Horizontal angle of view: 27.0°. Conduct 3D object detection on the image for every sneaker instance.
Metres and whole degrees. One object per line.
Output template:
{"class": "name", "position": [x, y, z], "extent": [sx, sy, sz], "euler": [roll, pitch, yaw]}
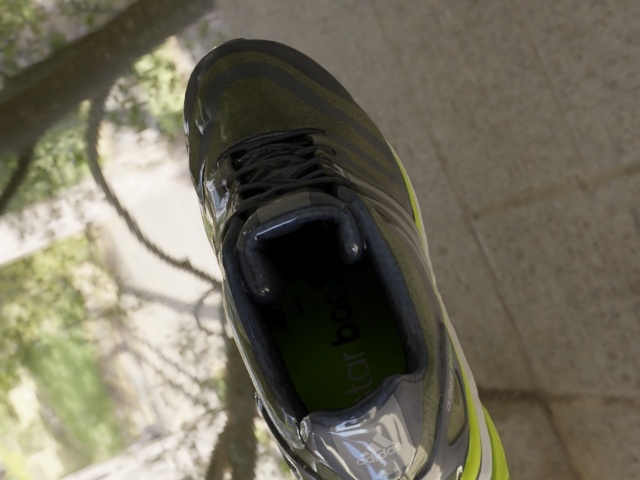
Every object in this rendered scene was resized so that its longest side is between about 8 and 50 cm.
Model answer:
{"class": "sneaker", "position": [0.000, 0.000, 0.598], "extent": [0.121, 0.111, 0.300], "euler": [67, 178, -51]}
